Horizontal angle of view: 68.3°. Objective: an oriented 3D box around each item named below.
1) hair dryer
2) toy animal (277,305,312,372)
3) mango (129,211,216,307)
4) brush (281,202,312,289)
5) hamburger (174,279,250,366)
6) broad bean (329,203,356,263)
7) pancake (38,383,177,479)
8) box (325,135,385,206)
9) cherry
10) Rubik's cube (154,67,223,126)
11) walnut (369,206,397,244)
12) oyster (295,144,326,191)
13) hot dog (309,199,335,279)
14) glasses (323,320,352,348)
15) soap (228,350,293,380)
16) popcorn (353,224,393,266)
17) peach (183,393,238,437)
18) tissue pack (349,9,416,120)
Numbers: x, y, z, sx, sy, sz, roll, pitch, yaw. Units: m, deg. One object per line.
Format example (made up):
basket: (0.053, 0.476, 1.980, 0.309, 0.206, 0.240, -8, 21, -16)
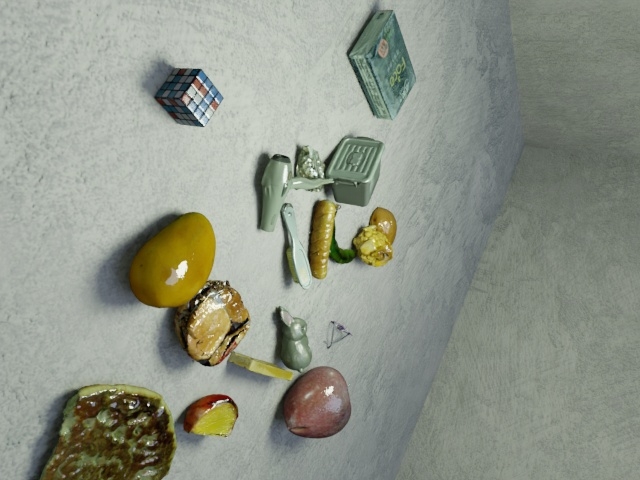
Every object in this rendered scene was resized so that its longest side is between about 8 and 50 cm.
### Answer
hair dryer: (-0.087, -0.122, 1.441, 0.267, 0.092, 0.229, 19, 101, -47)
toy animal: (-0.084, 0.332, 1.617, 0.107, 0.138, 0.237, -9, 119, -18)
mango: (-0.336, 0.054, 1.122, 0.254, 0.139, 0.176, -52, 144, -40)
brush: (-0.092, 0.021, 1.548, 0.068, 0.060, 0.297, -29, 112, -47)
hamburger: (-0.297, 0.221, 1.279, 0.231, 0.106, 0.231, -22, 119, -45)
broad bean: (0.072, 0.009, 1.776, 0.144, 0.049, 0.292, -55, 141, -29)
pancake: (-0.497, 0.507, 1.158, 0.305, 0.066, 0.427, -55, 144, -14)
box: (0.126, -0.236, 1.641, 0.135, 0.163, 0.243, 80, 26, -48)
cherry: (-0.011, 0.610, 1.754, 0.307, 0.221, 0.261, -23, 114, -34)
Rubik's cube: (-0.296, -0.323, 1.068, 0.092, 0.092, 0.092, -63, 145, -18)
walnut: (0.280, -0.040, 2.027, 0.167, 0.087, 0.212, -37, 132, -47)
oyster: (-0.025, -0.227, 1.532, 0.177, 0.064, 0.125, 30, 74, -57)
hot dog: (0.004, 0.000, 1.646, 0.061, 0.087, 0.286, -12, 110, -47)
glasses: (0.065, 0.394, 1.911, 0.104, 0.062, 0.140, -60, 143, -19)
soap: (-0.185, 0.409, 1.525, 0.252, 0.092, 0.037, 40, 68, -54)
popcorn: (0.207, 0.030, 1.905, 0.140, 0.163, 0.194, -38, 164, 18)
peach: (-0.324, 0.512, 1.368, 0.172, 0.092, 0.127, -4, 101, -43)
tissue pack: (0.231, -0.624, 1.705, 0.228, 0.103, 0.316, -61, 143, -17)
